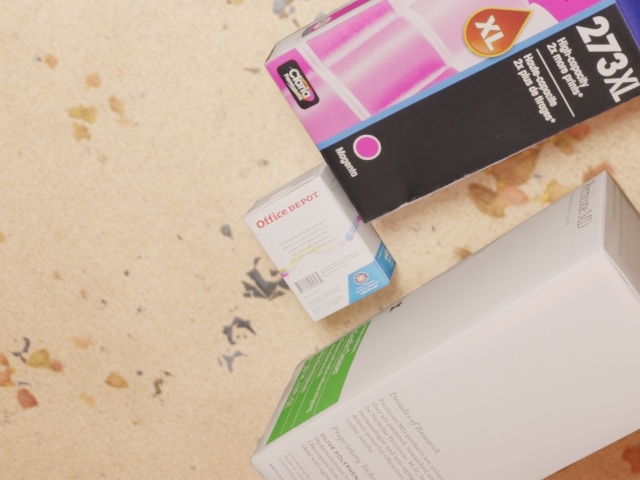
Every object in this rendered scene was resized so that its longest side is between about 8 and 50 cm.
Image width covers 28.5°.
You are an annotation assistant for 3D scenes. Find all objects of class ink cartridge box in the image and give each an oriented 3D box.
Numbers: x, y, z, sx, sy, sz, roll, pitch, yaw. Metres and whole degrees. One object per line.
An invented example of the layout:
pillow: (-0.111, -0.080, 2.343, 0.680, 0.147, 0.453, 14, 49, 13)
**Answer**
ink cartridge box: (0.000, 0.000, 1.168, 0.088, 0.052, 0.122, -28, 105, 22)
ink cartridge box: (0.152, -0.166, 1.050, 0.371, 0.069, 0.176, -26, 111, 20)

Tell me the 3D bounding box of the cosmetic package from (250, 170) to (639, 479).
cosmetic package: (0.140, 0.120, 1.108, 0.365, 0.197, 0.155, -35, 100, 22)
